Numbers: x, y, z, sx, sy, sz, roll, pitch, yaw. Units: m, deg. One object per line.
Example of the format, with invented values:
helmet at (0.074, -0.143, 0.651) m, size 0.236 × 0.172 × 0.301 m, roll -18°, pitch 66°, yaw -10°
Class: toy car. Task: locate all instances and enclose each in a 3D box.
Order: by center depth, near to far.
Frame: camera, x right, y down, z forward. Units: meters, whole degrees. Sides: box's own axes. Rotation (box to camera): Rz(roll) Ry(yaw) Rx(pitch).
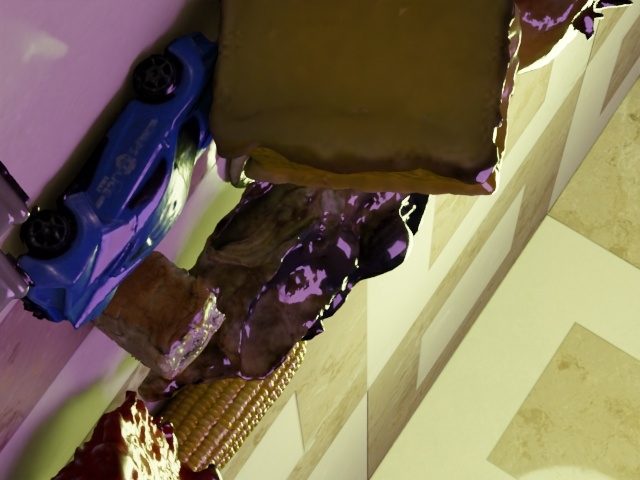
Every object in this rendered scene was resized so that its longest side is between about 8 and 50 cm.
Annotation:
toy car at (-0.120, -0.037, 1.102) m, size 0.216 × 0.063 × 0.103 m, roll -55°, pitch 167°, yaw -13°

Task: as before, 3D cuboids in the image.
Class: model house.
model house at (0.038, -0.102, 1.175) m, size 0.234 × 0.193 × 0.175 m, roll 67°, pitch 28°, yaw -75°

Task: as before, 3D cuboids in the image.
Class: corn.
corn at (-0.100, 0.163, 1.614) m, size 0.248 × 0.081 × 0.081 m, roll -51°, pitch 166°, yaw -31°

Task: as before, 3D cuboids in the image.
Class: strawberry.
strawberry at (-0.179, 0.249, 1.374) m, size 0.178 × 0.234 × 0.234 m, roll -20°, pitch 171°, yaw 9°

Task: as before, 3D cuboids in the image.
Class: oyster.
oyster at (-0.009, 0.004, 1.430) m, size 0.361 × 0.096 × 0.221 m, roll -35°, pitch 139°, yaw -23°

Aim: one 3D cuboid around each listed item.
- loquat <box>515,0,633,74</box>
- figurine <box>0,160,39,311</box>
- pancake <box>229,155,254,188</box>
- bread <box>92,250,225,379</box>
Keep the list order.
loquat at (0.153, -0.236, 1.364) m, size 0.213 × 0.213 × 0.213 m, roll -54°, pitch 167°, yaw -19°
figurine at (-0.241, 0.065, 0.703) m, size 0.308 × 0.143 × 0.308 m, roll 14°, pitch 90°, yaw -68°
pancake at (-0.042, -0.087, 1.390) m, size 0.108 × 0.017 × 0.108 m, roll -53°, pitch 170°, yaw -13°
bread at (-0.122, 0.055, 1.271) m, size 0.070 × 0.083 × 0.077 m, roll -51°, pitch 166°, yaw -17°
